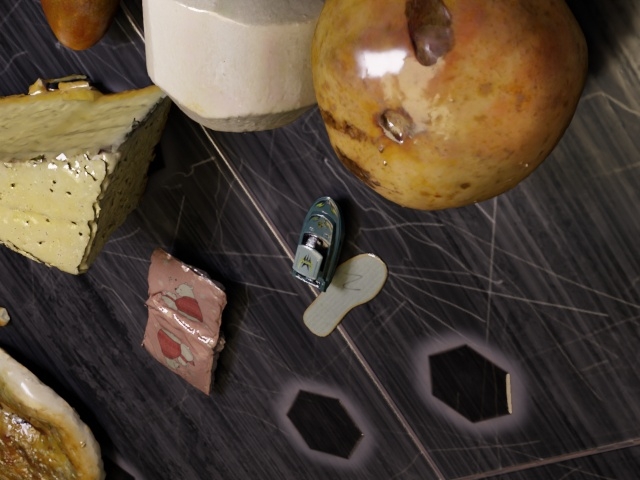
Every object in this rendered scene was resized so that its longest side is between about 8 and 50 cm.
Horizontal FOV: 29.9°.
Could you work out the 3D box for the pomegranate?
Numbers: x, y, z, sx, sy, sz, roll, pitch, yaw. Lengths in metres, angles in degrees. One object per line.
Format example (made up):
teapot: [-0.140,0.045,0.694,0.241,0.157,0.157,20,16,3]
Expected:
pomegranate: [0.129,-0.166,1.194,0.281,0.281,0.281,17,128,23]

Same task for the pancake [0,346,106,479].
pancake: [-0.534,0.326,2.096,0.387,0.082,0.387,21,132,25]

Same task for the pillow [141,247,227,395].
pillow: [-0.196,0.116,1.750,0.135,0.049,0.248,28,136,16]

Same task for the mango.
mango: [-0.296,-0.353,1.439,0.133,0.111,0.268,-128,27,-52]

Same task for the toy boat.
toy boat: [0.000,0.000,1.532,0.055,0.060,0.141,27,129,17]

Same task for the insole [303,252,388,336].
insole: [0.030,0.073,1.597,0.064,0.004,0.188,43,134,2]

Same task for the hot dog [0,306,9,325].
hot dog: [-0.581,0.127,2.028,0.137,0.028,0.044,0,113,35]

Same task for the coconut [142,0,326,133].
coconut: [-0.080,-0.245,1.311,0.241,0.241,0.241,17,128,23]

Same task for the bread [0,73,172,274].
bread: [-0.367,-0.141,1.550,0.315,0.248,0.279,32,129,-6]
